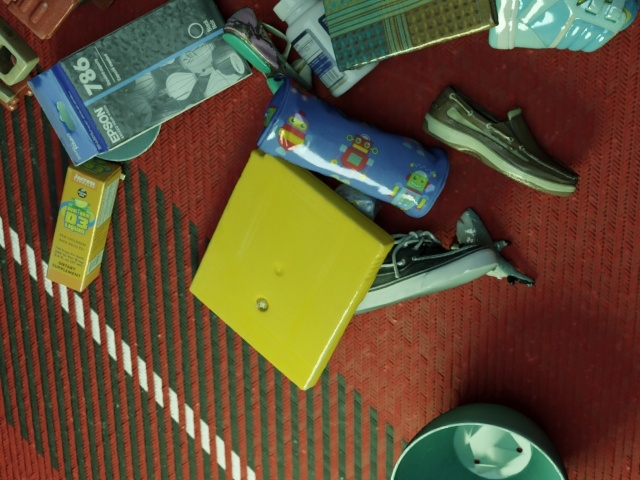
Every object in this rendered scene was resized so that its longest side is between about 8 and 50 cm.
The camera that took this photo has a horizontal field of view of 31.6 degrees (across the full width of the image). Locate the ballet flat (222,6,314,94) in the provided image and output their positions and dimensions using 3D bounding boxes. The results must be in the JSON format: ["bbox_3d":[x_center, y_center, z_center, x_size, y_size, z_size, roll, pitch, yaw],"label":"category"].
[{"bbox_3d":[-0.064,-0.279,1.787,0.079,0.077,0.221,-51,120,-16],"label":"ballet flat"}]

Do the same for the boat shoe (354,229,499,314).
[{"bbox_3d":[0.148,0.038,1.808,0.306,0.113,0.105,-22,79,49],"label":"boat shoe"}]

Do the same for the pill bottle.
[{"bbox_3d":[0.006,-0.314,1.750,0.094,0.094,0.169,-36,97,24],"label":"pill bottle"}]

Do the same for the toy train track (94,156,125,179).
[{"bbox_3d":[-0.376,-0.132,1.971,0.083,0.014,0.048,29,121,4],"label":"toy train track"}]

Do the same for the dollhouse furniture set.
[{"bbox_3d":[-0.487,-0.353,1.827,0.152,0.201,0.374,46,121,-5],"label":"dollhouse furniture set"}]

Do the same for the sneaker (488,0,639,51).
[{"bbox_3d":[0.352,-0.391,1.571,0.208,0.127,0.319,9,146,7],"label":"sneaker"}]

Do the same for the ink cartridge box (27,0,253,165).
[{"bbox_3d":[-0.290,-0.261,1.808,0.332,0.065,0.165,-29,102,2],"label":"ink cartridge box"}]

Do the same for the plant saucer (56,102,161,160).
[{"bbox_3d":[-0.352,-0.233,1.914,0.195,0.037,0.195,5,111,14],"label":"plant saucer"}]

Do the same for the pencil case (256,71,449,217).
[{"bbox_3d":[0.046,-0.144,1.752,0.306,0.133,0.119,24,101,-14],"label":"pencil case"}]

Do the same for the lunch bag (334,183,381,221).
[{"bbox_3d":[0.053,-0.061,1.845,0.083,0.071,0.053,7,116,12],"label":"lunch bag"}]

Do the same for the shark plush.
[{"bbox_3d":[0.282,0.021,1.823,0.161,0.073,0.067,37,84,6],"label":"shark plush"}]

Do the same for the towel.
[{"bbox_3d":[0.101,-0.455,1.629,0.271,0.040,0.370,-11,93,32],"label":"towel"}]

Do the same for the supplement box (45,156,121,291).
[{"bbox_3d":[-0.416,-0.031,1.980,0.078,0.080,0.233,21,116,7],"label":"supplement box"}]

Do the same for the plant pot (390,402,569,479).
[{"bbox_3d":[0.276,0.386,1.882,0.290,0.195,0.290,5,111,13],"label":"plant pot"}]

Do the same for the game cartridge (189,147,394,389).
[{"bbox_3d":[-0.055,0.042,1.870,0.285,0.052,0.324,40,121,19],"label":"game cartridge"}]

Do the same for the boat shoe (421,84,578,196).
[{"bbox_3d":[0.286,-0.158,1.732,0.257,0.095,0.095,26,109,5],"label":"boat shoe"}]
